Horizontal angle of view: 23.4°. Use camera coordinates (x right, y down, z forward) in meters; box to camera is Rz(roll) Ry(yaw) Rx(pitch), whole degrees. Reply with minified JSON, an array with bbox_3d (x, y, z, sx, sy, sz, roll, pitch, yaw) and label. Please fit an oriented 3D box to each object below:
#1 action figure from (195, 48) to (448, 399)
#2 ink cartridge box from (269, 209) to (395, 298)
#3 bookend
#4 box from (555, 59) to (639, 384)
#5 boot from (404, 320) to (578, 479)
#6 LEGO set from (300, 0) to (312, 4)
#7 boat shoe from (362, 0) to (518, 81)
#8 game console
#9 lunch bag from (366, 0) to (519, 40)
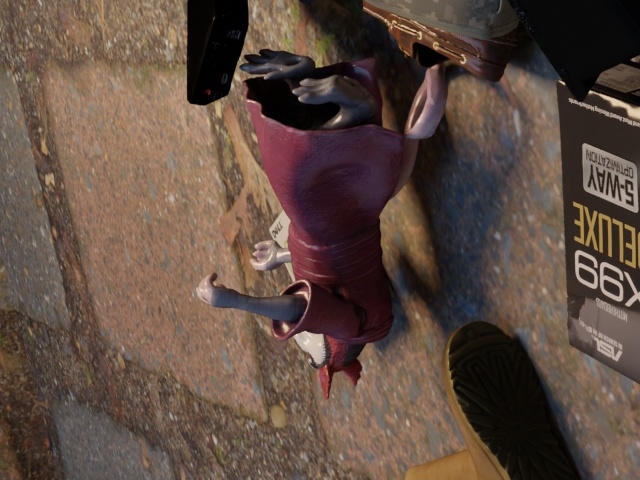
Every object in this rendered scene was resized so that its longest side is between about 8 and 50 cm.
[{"bbox_3d":[0.023,-0.013,1.582,0.248,0.275,0.370,-72,-26,-64],"label":"action figure"},{"bbox_3d":[0.000,0.000,1.769,0.209,0.062,0.109,66,154,14],"label":"ink cartridge box"},{"bbox_3d":[0.212,-0.204,1.102,0.157,0.072,0.156,-25,110,43],"label":"bookend"},{"bbox_3d":[0.304,0.016,1.155,0.307,0.076,0.242,32,134,53],"label":"box"},{"bbox_3d":[0.146,0.226,1.596,0.236,0.089,0.269,68,155,10],"label":"boot"},{"bbox_3d":[-0.018,-0.300,1.576,0.087,0.093,0.227,68,154,8],"label":"LEGO set"},{"bbox_3d":[0.101,-0.194,1.416,0.207,0.073,0.073,29,113,55],"label":"boat shoe"},{"bbox_3d":[-0.080,-0.322,1.541,0.213,0.044,0.361,-96,20,-47],"label":"game console"},{"bbox_3d":[0.080,-0.327,1.269,0.287,0.169,0.235,55,159,29],"label":"lunch bag"}]
